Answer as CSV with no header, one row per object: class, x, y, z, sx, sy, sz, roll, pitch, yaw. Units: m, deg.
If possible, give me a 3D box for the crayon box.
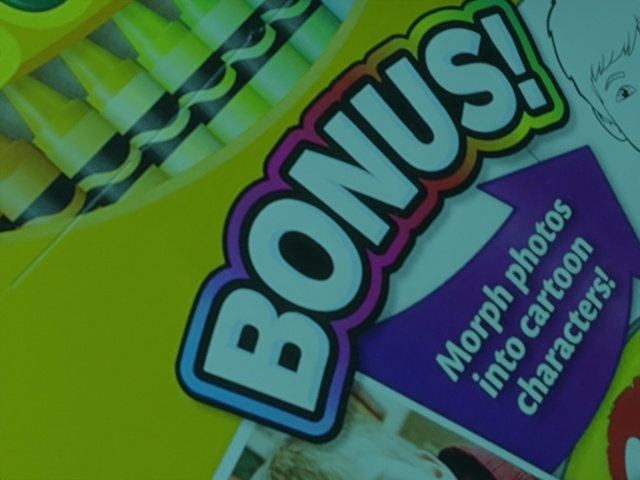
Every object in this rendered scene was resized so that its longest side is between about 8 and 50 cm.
crayon box,0.000,0.000,0.503,0.313,0.363,0.106,44,145,-7
